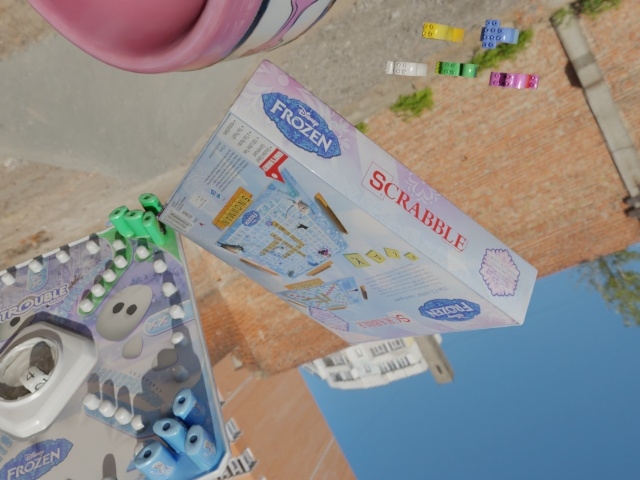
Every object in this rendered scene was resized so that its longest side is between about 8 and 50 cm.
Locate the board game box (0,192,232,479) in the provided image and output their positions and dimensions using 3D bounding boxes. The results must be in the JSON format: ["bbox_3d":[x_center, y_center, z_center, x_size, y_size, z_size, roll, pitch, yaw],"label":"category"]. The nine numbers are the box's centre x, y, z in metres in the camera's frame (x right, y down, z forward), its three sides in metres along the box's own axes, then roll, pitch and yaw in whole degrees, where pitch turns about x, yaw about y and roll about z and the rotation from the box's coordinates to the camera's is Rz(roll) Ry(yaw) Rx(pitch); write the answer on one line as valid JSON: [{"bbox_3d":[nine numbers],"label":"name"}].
[{"bbox_3d":[-0.326,0.142,0.598,0.390,0.390,0.050,-23,138,-3],"label":"board game box"}]

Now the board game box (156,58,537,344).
[{"bbox_3d":[0.000,0.000,0.591,0.318,0.318,0.066,-25,-147,60],"label":"board game box"}]

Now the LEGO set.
[{"bbox_3d":[0.192,-0.272,0.776,0.227,0.087,0.093,16,-158,31],"label":"LEGO set"}]

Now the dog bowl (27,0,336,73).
[{"bbox_3d":[-0.163,-0.331,0.457,0.408,0.408,0.150,-24,-160,49],"label":"dog bowl"}]
